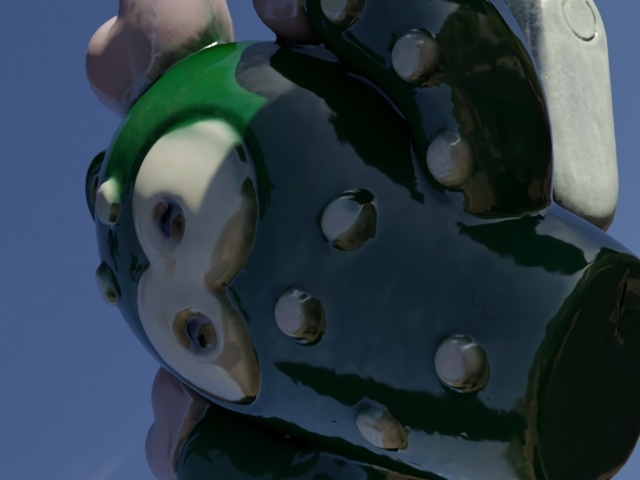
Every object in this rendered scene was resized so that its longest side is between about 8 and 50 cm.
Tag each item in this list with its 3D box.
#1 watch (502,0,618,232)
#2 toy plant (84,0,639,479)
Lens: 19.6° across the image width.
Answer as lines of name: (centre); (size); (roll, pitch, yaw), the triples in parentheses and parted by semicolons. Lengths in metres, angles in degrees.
watch: (0.073, -0.042, 1.000); (0.068, 0.206, 0.193); (13, -26, -39)
toy plant: (-0.001, 0.004, 0.625); (0.112, 0.243, 0.233); (-16, -88, -42)
